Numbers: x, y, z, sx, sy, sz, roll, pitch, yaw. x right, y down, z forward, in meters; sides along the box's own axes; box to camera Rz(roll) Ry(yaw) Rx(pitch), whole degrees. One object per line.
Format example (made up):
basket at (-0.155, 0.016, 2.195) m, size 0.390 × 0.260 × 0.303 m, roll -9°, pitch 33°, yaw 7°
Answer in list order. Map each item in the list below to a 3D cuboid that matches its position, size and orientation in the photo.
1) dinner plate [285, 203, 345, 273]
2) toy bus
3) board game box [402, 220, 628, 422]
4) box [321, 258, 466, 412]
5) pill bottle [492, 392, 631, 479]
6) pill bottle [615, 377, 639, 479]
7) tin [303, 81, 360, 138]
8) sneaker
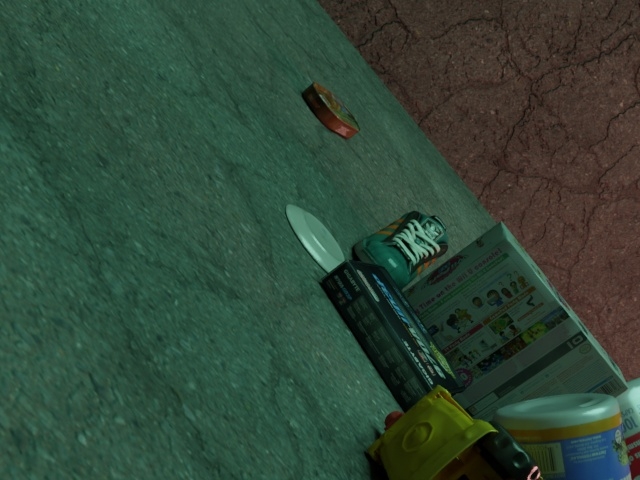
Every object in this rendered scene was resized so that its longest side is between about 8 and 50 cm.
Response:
dinner plate at (0.000, 0.000, 1.561) m, size 0.141 × 0.017 × 0.141 m, roll 49°, pitch 13°, yaw -16°
toy bus at (0.156, 0.269, 1.190) m, size 0.220 × 0.149 × 0.211 m, roll 47°, pitch -1°, yaw -27°
board game box at (0.282, 0.159, 1.635) m, size 0.303 × 0.224 × 0.097 m, roll 50°, pitch 15°, yaw -11°
box at (0.104, 0.132, 1.491) m, size 0.220 × 0.051 × 0.175 m, roll 57°, pitch 15°, yaw 16°
pill bottle at (0.298, 0.328, 1.274) m, size 0.152 × 0.152 × 0.272 m, roll -5°, pitch 86°, yaw -73°
pill bottle at (0.529, 0.440, 1.680) m, size 0.229 × 0.229 × 0.407 m, roll 23°, pitch 37°, yaw -62°
tin at (0.024, -0.270, 2.250) m, size 0.106 × 0.040 × 0.190 m, roll 53°, pitch 14°, yaw 21°
sneaker at (0.141, 0.007, 1.767) m, size 0.108 × 0.121 × 0.302 m, roll 52°, pitch 14°, yaw 0°
